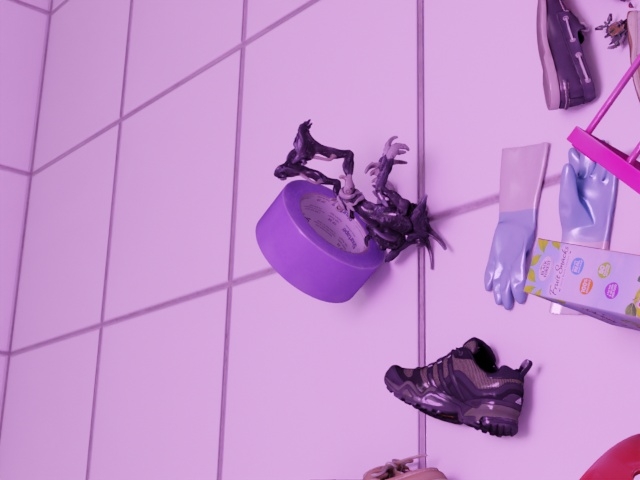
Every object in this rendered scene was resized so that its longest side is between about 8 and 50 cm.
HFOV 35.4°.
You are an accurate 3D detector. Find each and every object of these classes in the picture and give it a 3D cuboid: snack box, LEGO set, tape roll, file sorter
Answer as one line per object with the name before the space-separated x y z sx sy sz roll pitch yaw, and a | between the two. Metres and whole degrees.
snack box | 0.354 0.062 1.072 0.207 0.174 0.070 14 86 54
LEGO set | 0.384 -0.277 1.283 0.054 0.023 0.083 30 89 50
tape roll | 0.000 0.000 1.532 0.080 0.189 0.189 -50 43 28
file sorter | 0.440 -0.076 0.993 0.182 0.202 0.291 -57 40 17

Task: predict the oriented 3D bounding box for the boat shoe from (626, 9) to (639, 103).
boat shoe | 0.400 -0.220 1.215 0.045 0.050 0.135 -9 76 24

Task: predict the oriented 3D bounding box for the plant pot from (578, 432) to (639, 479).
plant pot | 0.347 0.312 0.989 0.174 0.191 0.191 32 103 44

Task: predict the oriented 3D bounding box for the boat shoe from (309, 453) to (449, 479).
boat shoe | 0.066 0.349 1.395 0.285 0.104 0.089 -31 58 43

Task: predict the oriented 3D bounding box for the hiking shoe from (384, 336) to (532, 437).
hiking shoe | 0.184 0.185 1.337 0.227 0.086 0.114 11 73 47

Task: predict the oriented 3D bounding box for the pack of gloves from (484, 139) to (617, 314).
pack of gloves | 0.285 -0.023 1.297 0.195 0.046 0.232 -2 76 51

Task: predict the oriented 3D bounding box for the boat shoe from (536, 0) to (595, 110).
boat shoe | 0.325 -0.264 1.336 0.065 0.075 0.206 -3 63 7

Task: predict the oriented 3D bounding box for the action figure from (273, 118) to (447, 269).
action figure | 0.078 -0.077 1.483 0.141 0.275 0.164 -54 -5 -35
